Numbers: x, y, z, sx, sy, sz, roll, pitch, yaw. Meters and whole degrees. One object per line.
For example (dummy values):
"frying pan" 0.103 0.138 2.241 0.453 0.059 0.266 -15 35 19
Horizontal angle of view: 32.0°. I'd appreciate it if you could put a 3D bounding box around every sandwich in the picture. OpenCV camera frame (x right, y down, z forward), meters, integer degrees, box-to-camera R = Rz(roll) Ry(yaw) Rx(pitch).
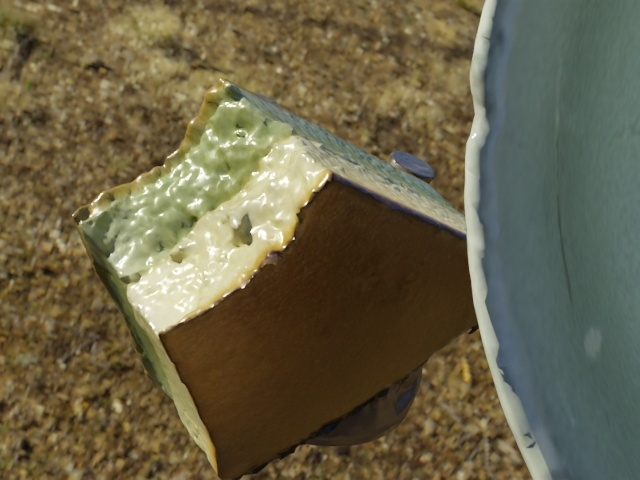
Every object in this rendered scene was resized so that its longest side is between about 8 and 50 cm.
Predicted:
"sandwich" 0.000 0.000 0.598 0.220 0.186 0.108 -31 51 -16

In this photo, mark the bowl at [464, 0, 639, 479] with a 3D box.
"bowl" 0.255 -0.027 0.405 0.435 0.434 0.196 26 3 -3

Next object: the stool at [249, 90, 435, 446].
"stool" -0.011 0.020 0.924 0.272 0.178 0.272 23 26 -12
